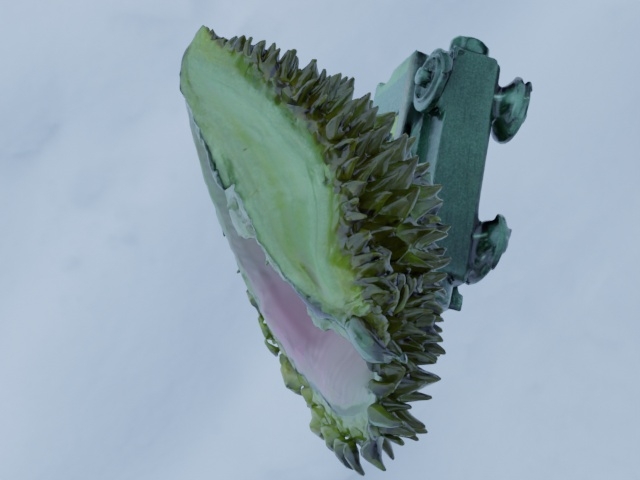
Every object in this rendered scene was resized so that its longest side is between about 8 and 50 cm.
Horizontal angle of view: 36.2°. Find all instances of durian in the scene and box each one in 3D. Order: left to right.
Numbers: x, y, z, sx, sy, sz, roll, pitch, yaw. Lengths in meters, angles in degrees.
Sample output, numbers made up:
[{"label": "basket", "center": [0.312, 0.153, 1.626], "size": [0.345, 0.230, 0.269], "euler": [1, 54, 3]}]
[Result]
[{"label": "durian", "center": [0.009, 0.000, 0.435], "size": [0.096, 0.137, 0.220], "euler": [-18, 49, -7]}]

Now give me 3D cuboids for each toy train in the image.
[{"label": "toy train", "center": [0.077, -0.041, 0.686], "size": [0.083, 0.132, 0.200], "euler": [22, 67, -16]}]
